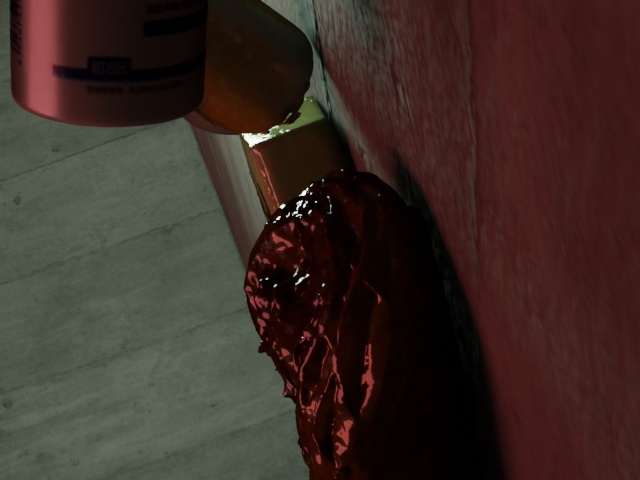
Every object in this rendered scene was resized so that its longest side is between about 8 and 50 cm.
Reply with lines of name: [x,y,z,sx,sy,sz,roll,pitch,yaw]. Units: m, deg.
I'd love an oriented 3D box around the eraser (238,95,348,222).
eraser: [0.000,0.000,1.053,0.117,0.058,0.172,-125,16,-74]

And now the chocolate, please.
chocolate: [-0.097,-0.140,0.929,0.219,0.085,0.086,34,-158,-42]

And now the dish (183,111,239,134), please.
dish: [-0.142,-0.201,1.676,0.236,0.086,0.228,76,173,-45]

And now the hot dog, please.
hot dog: [0.024,0.068,0.845,0.160,0.099,0.227,-116,11,-48]

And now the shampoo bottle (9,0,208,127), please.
shampoo bottle: [-0.088,-0.205,0.699,0.092,0.092,0.303,-120,32,-64]
